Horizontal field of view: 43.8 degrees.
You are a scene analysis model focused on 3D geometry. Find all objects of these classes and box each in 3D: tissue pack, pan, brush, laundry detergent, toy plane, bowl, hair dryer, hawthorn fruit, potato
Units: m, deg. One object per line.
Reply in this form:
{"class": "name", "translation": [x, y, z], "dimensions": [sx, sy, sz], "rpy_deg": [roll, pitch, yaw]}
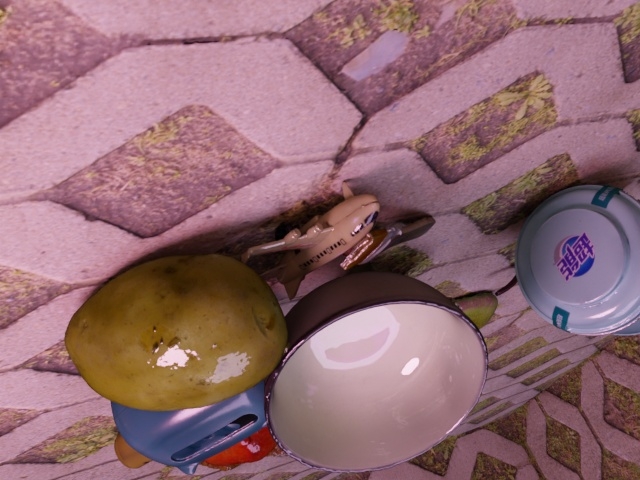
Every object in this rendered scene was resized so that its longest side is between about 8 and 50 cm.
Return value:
{"class": "tissue pack", "translation": [-0.199, 0.254, 1.341], "dimensions": [0.287, 0.206, 0.198], "rpy_deg": [-31, 148, 8]}
{"class": "pan", "translation": [0.480, 0.066, 1.834], "dimensions": [0.212, 0.040, 0.115], "rpy_deg": [-27, 158, -14]}
{"class": "brush", "translation": [0.122, -0.005, 1.252], "dimensions": [0.085, 0.020, 0.336], "rpy_deg": [-47, 167, 24]}
{"class": "laundry detergent", "translation": [0.553, 0.043, 1.563], "dimensions": [0.287, 0.287, 0.305], "rpy_deg": [-39, 153, 27]}
{"class": "toy plane", "translation": [0.000, 0.000, 1.175], "dimensions": [0.229, 0.092, 0.244], "rpy_deg": [3, 143, -43]}
{"class": "bowl", "translation": [0.067, 0.182, 1.269], "dimensions": [0.353, 0.185, 0.354], "rpy_deg": [-8, 124, -12]}
{"class": "hair dryer", "translation": [-0.318, 0.424, 1.740], "dimensions": [0.135, 0.090, 0.278], "rpy_deg": [-33, 161, 15]}
{"class": "hawthorn fruit", "translation": [-0.153, 0.334, 1.578], "dimensions": [0.211, 0.211, 0.299], "rpy_deg": [-33, 164, 15]}
{"class": "potato", "translation": [-0.196, 0.128, 1.102], "dimensions": [0.304, 0.216, 0.216], "rpy_deg": [-14, 160, 19]}

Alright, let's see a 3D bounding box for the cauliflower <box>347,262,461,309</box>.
{"class": "cauliflower", "translation": [0.119, 0.155, 1.469], "dimensions": [0.275, 0.272, 0.250], "rpy_deg": [-33, 128, -19]}

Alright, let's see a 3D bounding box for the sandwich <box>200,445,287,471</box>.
{"class": "sandwich", "translation": [-0.199, 0.488, 1.899], "dimensions": [0.186, 0.065, 0.214], "rpy_deg": [-5, 177, 43]}

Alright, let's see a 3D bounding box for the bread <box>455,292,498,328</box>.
{"class": "bread", "translation": [0.305, 0.220, 1.973], "dimensions": [0.301, 0.045, 0.301], "rpy_deg": [-20, 155, -10]}
